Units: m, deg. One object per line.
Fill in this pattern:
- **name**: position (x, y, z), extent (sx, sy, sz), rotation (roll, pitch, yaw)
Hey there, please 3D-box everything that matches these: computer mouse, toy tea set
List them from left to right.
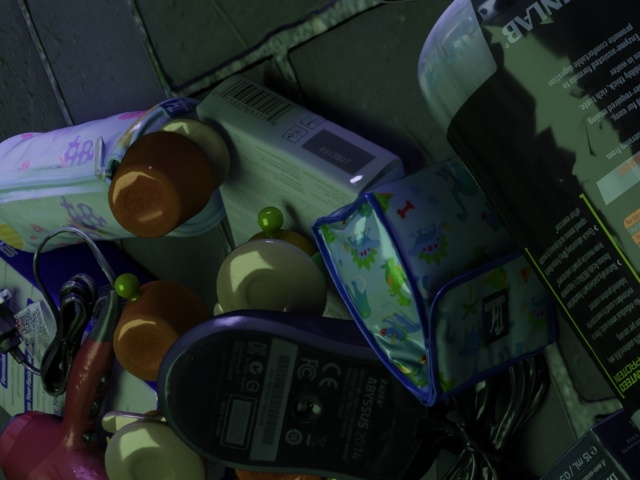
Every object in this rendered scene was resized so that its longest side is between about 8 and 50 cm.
- **toy tea set**: position (-0.071, 0.063, 1.404), extent (0.200, 0.124, 0.336), rotation (5, 114, 12)
- **computer mouse**: position (0.014, 0.125, 1.302), extent (0.272, 0.072, 0.188), rotation (16, 106, -3)

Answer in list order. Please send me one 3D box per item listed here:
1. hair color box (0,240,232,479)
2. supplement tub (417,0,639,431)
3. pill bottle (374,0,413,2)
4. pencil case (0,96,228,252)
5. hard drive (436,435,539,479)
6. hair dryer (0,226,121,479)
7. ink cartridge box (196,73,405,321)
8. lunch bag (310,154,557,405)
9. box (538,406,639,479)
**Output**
- **hair color box**: position (-0.221, 0.106, 1.654), extent (0.339, 0.110, 0.185), rotation (35, 134, 32)
- **supplement tub**: position (0.219, -0.014, 0.971), extent (0.338, 0.207, 0.207), rotation (58, 142, 12)
- **pill bottle**: position (0.071, -0.214, 1.120), extent (0.221, 0.121, 0.121), rotation (3, 111, 50)
- **pencil case**: position (-0.188, -0.050, 1.518), extent (0.273, 0.124, 0.113), rotation (-5, 104, 52)
- **hard drive**: position (0.128, 0.228, 1.359), extent (0.094, 0.022, 0.135), rotation (23, 125, 42)
- **hair dryer**: position (-0.218, 0.153, 1.521), extent (0.223, 0.080, 0.293), rotation (-28, 87, 52)
- **ink cartridge box**: position (0.000, 0.000, 1.393), extent (0.189, 0.066, 0.232), rotation (30, 150, 38)
- **lunch bag**: position (0.088, 0.025, 1.216), extent (0.096, 0.129, 0.151), rotation (-27, 86, 53)
- **box**: position (0.220, 0.205, 1.179), extent (0.158, 0.093, 0.156), rotation (52, 140, 17)
